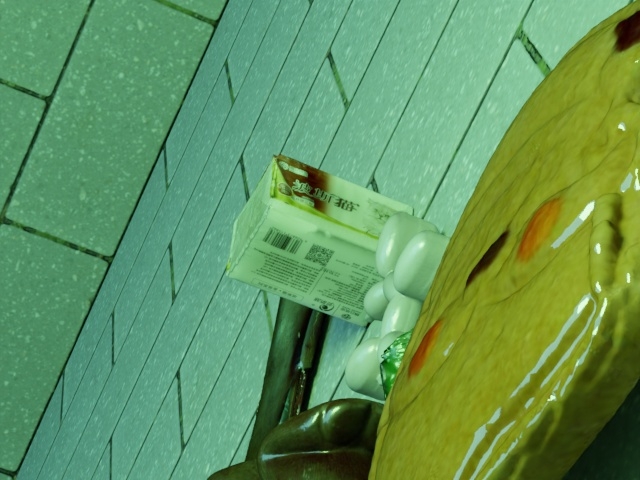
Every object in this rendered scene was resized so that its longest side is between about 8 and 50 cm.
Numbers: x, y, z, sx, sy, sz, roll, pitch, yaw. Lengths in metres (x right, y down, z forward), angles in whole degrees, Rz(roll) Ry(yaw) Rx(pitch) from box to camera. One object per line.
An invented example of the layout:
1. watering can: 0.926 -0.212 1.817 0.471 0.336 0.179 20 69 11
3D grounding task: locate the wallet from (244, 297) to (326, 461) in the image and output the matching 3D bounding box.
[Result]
1. wallet: -0.032 0.124 1.919 0.137 0.031 0.255 136 150 -58

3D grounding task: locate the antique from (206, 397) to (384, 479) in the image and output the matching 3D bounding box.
1. antique: -0.013 0.245 1.527 0.257 0.121 0.143 -39 45 49

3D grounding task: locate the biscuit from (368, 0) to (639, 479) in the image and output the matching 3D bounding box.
1. biscuit: 0.142 0.030 1.237 0.350 0.078 0.455 -55 12 49

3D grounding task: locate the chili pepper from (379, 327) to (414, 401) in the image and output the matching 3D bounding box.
1. chili pepper: 0.083 0.165 1.396 0.108 0.062 0.216 72 -164 -49

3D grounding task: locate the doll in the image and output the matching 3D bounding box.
1. doll: 0.070 0.062 1.580 0.161 0.059 0.160 -134 65 -73

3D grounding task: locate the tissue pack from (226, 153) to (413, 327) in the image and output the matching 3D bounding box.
1. tissue pack: 0.000 0.000 1.740 0.106 0.149 0.099 -56 19 39
